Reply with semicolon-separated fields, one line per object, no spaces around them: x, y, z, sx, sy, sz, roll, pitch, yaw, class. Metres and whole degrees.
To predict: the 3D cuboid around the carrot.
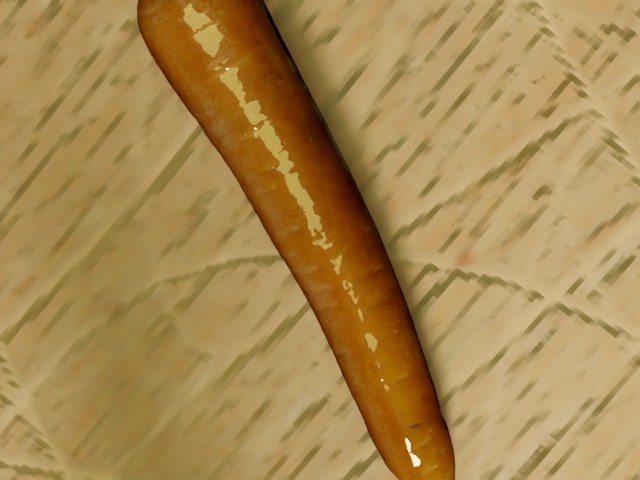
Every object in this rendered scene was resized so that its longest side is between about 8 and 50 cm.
0.000;0.000;0.572;0.037;0.037;0.190;-27;100;7;carrot
